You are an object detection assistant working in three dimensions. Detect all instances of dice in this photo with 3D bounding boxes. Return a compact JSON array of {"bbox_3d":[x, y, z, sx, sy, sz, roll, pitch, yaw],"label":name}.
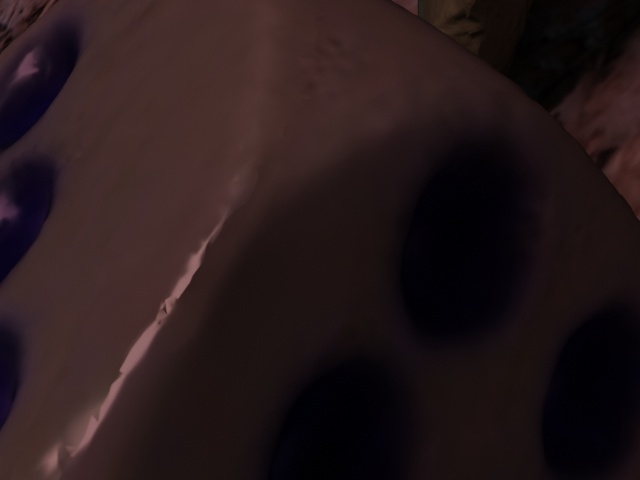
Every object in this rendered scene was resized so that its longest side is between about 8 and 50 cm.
[{"bbox_3d":[-0.036,0.066,0.495,0.251,0.243,0.259,15,68,55],"label":"dice"}]

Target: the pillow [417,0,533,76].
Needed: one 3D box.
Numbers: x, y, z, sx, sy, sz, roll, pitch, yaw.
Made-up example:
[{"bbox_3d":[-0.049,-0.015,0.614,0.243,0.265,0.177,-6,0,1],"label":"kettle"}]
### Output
[{"bbox_3d":[0.082,-0.225,0.646,0.274,0.076,0.281,97,173,-49],"label":"pillow"}]
